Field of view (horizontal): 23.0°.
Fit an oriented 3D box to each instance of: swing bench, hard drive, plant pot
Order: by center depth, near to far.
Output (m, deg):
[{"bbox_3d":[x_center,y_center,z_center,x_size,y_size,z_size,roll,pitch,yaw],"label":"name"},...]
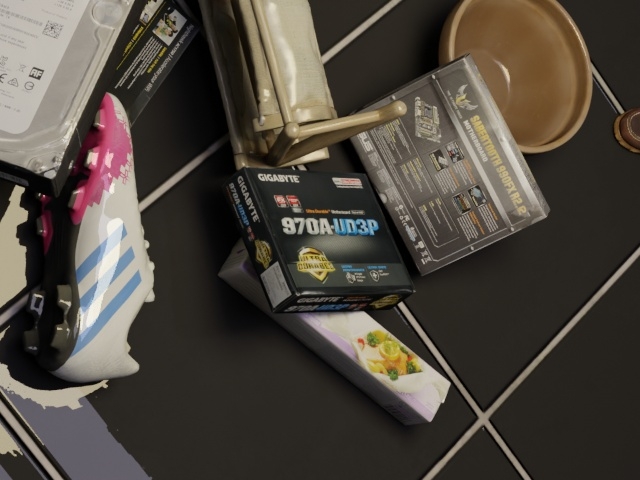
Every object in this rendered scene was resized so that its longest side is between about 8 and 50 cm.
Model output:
[{"bbox_3d":[-0.337,-0.237,1.747,0.237,0.064,0.339,20,67,4],"label":"hard drive"},{"bbox_3d":[-0.046,-0.228,1.870,0.165,0.255,0.253,-13,85,-25],"label":"swing bench"},{"bbox_3d":[0.241,-0.221,2.116,0.237,0.110,0.237,7,75,-30],"label":"plant pot"}]

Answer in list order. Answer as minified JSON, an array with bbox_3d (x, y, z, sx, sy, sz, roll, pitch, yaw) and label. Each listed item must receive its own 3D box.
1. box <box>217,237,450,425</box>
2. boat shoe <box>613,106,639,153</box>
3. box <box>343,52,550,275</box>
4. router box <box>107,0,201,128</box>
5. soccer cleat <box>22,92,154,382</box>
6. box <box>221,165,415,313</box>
[{"bbox_3d":[0.020,0.111,1.941,0.324,0.067,0.063,39,62,-17],"label":"box"},{"bbox_3d":[0.527,-0.163,2.295,0.207,0.073,0.073,0,81,-29],"label":"boat shoe"},{"bbox_3d":[0.159,-0.096,2.005,0.231,0.183,0.056,61,17,-5],"label":"box"},{"bbox_3d":[-0.243,-0.229,1.869,0.133,0.046,0.179,41,63,-18],"label":"router box"},{"bbox_3d":[-0.249,0.001,1.792,0.143,0.116,0.331,18,73,-42],"label":"soccer cleat"},{"bbox_3d":[0.000,0.000,1.898,0.220,0.051,0.175,1,59,-47],"label":"box"}]
